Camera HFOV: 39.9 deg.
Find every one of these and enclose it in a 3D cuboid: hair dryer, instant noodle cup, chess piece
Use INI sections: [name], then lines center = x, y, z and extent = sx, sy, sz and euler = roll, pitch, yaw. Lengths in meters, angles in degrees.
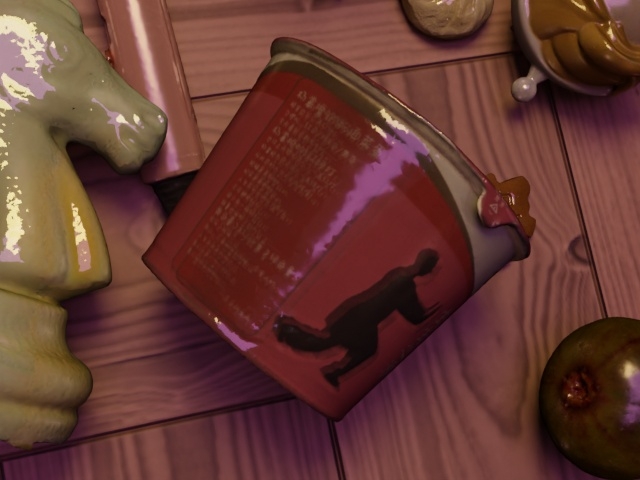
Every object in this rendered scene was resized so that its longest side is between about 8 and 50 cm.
[hair dryer]
center = -0.157, -0.166, 0.678
extent = 0.189, 0.107, 0.344
euler = -14, 90, -11
[instant noodle cup]
center = 0.000, 0.000, 0.615
extent = 0.235, 0.235, 0.178
euler = 41, 86, -1
[chess piece]
center = -0.209, -0.025, 0.596
extent = 0.176, 0.176, 0.298
euler = 14, 81, -7

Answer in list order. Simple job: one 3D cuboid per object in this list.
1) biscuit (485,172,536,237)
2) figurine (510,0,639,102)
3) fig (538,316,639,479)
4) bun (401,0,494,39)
[biscuit]
center = 0.137, -0.025, 0.740
extent = 0.092, 0.016, 0.082
euler = 22, 78, -7
[figurine]
center = 0.242, -0.245, 0.743
extent = 0.194, 0.133, 0.274
euler = 16, 71, -30
[fig]
center = 0.278, 0.128, 0.704
extent = 0.236, 0.124, 0.124
euler = 10, 78, -32
[bun]
center = 0.110, -0.213, 0.745
extent = 0.086, 0.055, 0.086
euler = 2, 81, -10
